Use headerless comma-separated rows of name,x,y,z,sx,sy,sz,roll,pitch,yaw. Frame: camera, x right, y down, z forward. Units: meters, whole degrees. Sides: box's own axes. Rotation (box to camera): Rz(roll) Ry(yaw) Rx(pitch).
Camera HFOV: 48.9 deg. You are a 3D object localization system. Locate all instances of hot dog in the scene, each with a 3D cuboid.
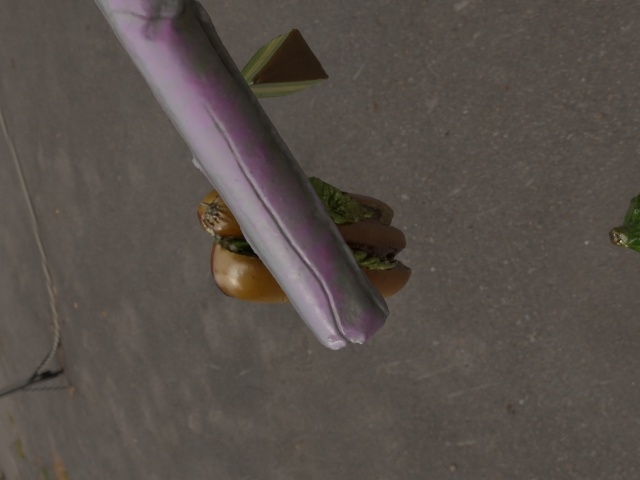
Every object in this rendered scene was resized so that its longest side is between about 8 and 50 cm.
hot dog,0.000,0.000,0.745,0.100,0.337,0.135,-19,75,33

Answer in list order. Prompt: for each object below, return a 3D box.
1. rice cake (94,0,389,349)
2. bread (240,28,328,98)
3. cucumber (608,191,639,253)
rice cake,-0.040,-0.042,0.410,0.055,0.049,0.270,-9,120,46
bread,-0.060,-0.206,0.937,0.074,0.139,0.084,-14,124,38
cucumber,0.385,-0.040,0.698,0.134,0.244,0.134,54,158,35
